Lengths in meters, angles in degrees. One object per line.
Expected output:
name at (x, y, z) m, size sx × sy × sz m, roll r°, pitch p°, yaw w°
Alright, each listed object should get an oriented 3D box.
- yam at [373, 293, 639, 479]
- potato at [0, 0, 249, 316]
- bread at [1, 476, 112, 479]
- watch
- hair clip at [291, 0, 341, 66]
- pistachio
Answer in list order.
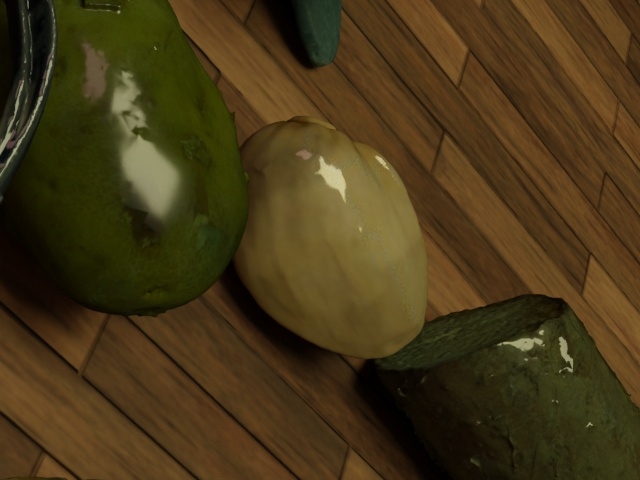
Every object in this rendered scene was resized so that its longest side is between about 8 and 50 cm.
yam at (0.186, 0.168, 1.265) m, size 0.304 × 0.168 × 0.168 m, roll 55°, pitch 39°, yaw -21°
potato at (-0.139, -0.070, 0.980) m, size 0.186 × 0.149 × 0.253 m, roll 37°, pitch 37°, yaw -58°
bread at (-0.112, 0.213, 0.927) m, size 0.232 × 0.088 × 0.128 m, roll 13°, pitch 68°, yaw -41°
watch at (-0.238, -0.106, 0.850) m, size 0.193 × 0.068 × 0.206 m, roll 33°, pitch 68°, yaw -6°
hair clip at (-0.001, -0.346, 1.211) m, size 0.392 × 0.238 × 0.318 m, roll 26°, pitch 57°, yaw -44°
pistachio at (0.000, 0.000, 1.156) m, size 0.145 × 0.117 × 0.200 m, roll -31°, pitch 110°, yaw -15°
